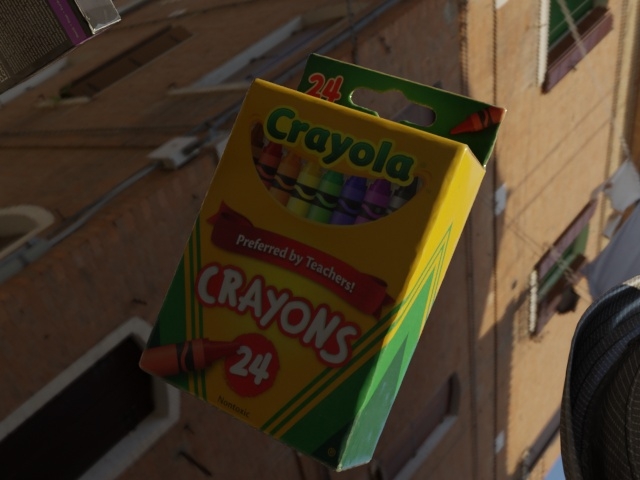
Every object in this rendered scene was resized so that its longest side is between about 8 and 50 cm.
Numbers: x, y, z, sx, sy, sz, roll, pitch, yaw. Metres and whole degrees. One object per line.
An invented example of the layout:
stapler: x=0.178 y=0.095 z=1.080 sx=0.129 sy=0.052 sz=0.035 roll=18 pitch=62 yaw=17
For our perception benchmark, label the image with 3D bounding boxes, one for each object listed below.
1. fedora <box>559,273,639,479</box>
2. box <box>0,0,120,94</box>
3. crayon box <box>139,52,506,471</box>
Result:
fedora: x=0.237 y=0.079 z=0.330 sx=0.243 sy=0.276 sz=0.124 roll=64 pitch=-30 yaw=31
box: x=-0.213 y=-0.174 z=0.555 sx=0.162 sy=0.029 sz=0.116 roll=-10 pitch=-66 yaw=46
crayon box: x=0.000 y=0.000 z=0.677 sx=0.202 sy=0.318 sz=0.081 roll=21 pitch=-1 yaw=24
